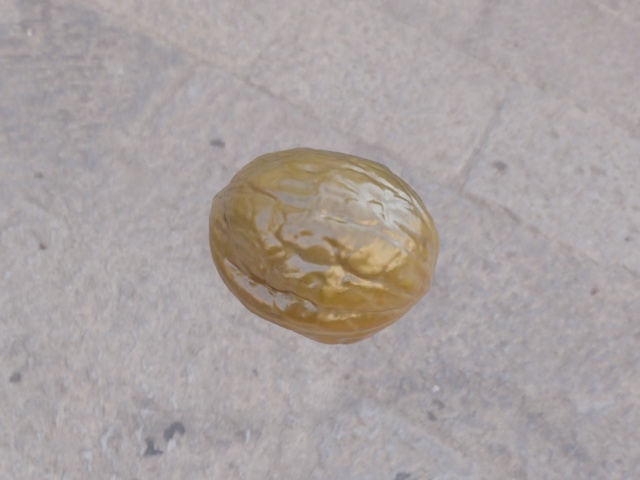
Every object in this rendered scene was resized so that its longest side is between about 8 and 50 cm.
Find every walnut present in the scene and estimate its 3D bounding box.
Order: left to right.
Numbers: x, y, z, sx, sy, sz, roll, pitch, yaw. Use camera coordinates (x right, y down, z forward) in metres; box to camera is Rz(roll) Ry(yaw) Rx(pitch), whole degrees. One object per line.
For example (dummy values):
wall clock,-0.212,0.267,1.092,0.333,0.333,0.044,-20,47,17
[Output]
walnut,0.000,0.000,0.510,0.124,0.105,0.105,26,56,8
